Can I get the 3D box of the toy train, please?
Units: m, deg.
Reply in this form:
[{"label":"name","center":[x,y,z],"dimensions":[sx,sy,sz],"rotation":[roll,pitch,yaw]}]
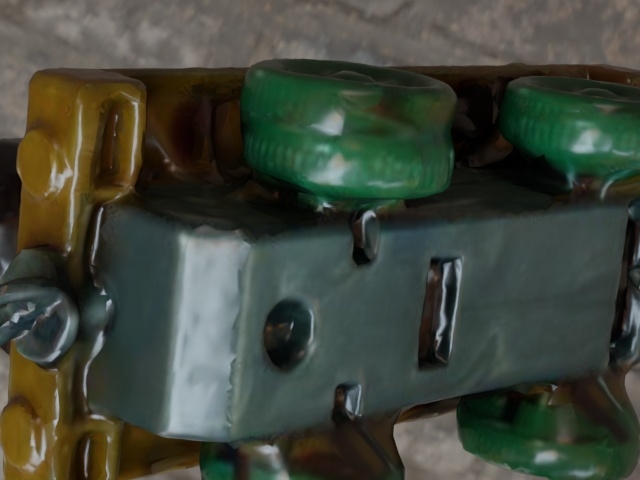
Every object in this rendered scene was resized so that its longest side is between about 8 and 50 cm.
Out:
[{"label":"toy train","center":[0.000,0.000,0.791],"dimensions":[0.249,0.429,0.178],"rotation":[18,107,43]}]
